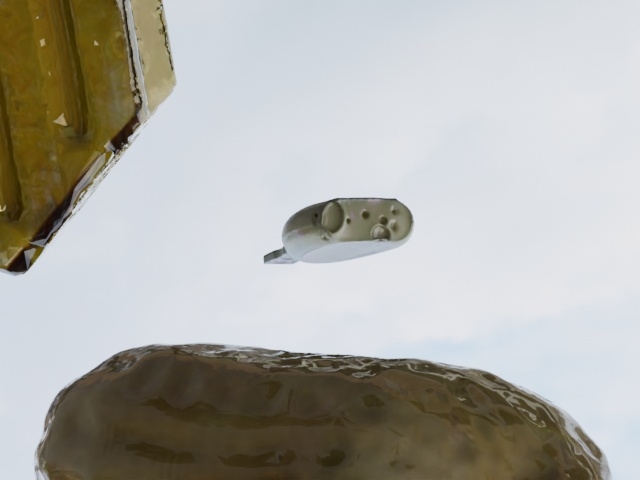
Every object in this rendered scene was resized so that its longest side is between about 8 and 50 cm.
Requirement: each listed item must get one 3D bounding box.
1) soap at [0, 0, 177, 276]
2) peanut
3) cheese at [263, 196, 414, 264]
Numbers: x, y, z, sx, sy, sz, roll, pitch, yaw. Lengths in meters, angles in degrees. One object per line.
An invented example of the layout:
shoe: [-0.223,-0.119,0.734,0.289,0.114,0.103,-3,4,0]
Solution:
soap: [-0.164,-0.113,0.866,0.160,0.258,0.080,-4,-163,15]
peanut: [0.000,0.159,1.095,0.387,0.192,0.170,3,-117,15]
cheese: [0.000,0.000,1.374,0.097,0.037,0.192,0,171,-23]
